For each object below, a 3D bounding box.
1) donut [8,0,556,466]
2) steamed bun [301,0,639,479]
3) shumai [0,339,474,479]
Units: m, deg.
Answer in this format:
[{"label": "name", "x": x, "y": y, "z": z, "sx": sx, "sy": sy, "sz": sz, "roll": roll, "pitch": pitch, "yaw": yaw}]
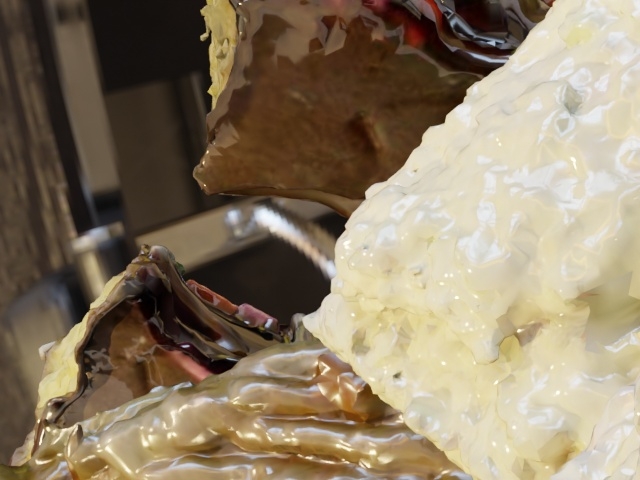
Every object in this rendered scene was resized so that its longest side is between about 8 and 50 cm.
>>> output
[{"label": "donut", "x": 0.020, "y": 0.011, "z": 0.746, "sx": 0.259, "sy": 0.136, "sz": 0.345, "roll": 17, "pitch": 122, "yaw": -8}, {"label": "steamed bun", "x": 0.124, "y": -0.013, "z": 0.396, "sx": 0.200, "sy": 0.170, "sz": 0.225, "roll": 40, "pitch": 89, "yaw": 30}, {"label": "shumai", "x": 0.044, "y": 0.145, "z": 0.658, "sx": 0.346, "sy": 0.283, "sz": 0.217, "roll": -20, "pitch": 82, "yaw": 28}]
